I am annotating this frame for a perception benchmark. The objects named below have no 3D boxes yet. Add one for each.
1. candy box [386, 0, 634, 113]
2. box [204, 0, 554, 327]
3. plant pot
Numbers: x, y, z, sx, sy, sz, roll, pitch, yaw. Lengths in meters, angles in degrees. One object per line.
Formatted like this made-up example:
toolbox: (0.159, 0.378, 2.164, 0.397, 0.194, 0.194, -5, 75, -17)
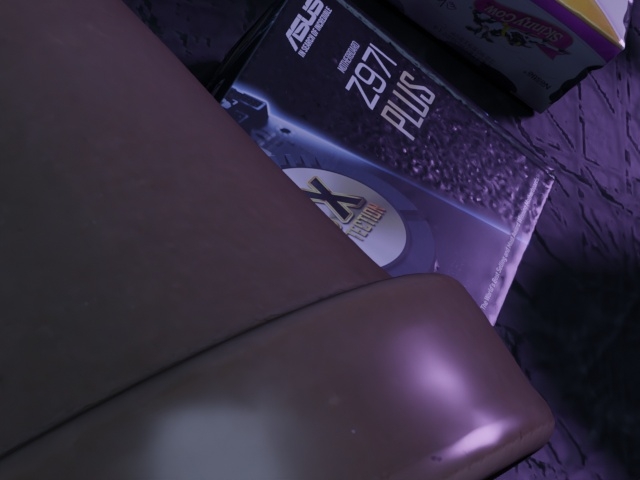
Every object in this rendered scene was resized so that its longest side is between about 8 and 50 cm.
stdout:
candy box: (0.101, -0.204, 0.915, 0.159, 0.071, 0.233, 33, 49, -17)
box: (0.000, 0.000, 0.710, 0.147, 0.077, 0.180, 38, 47, -10)
plant pot: (-0.099, 0.026, 0.496, 0.263, 0.263, 0.229, -20, 75, -42)
